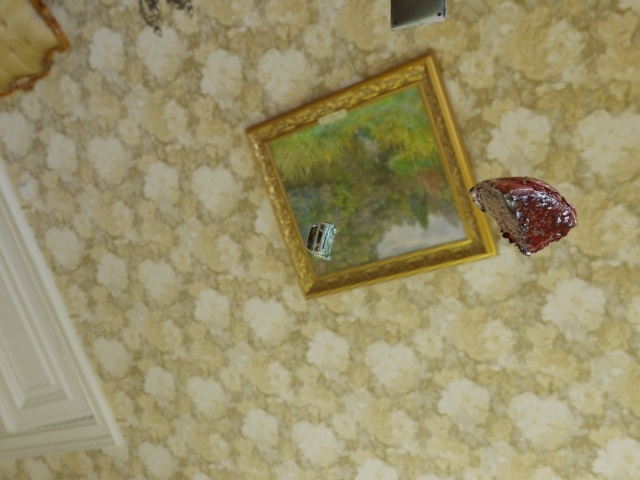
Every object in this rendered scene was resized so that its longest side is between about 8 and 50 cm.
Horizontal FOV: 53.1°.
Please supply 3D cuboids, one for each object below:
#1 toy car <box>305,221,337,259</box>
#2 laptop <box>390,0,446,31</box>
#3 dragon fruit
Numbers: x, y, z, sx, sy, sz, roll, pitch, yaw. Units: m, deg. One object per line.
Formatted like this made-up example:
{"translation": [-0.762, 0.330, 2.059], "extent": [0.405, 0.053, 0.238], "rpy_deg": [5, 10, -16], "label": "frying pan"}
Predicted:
{"translation": [0.000, 0.000, 1.744], "extent": [0.076, 0.090, 0.224], "rpy_deg": [15, 176, 4], "label": "toy car"}
{"translation": [0.312, -0.814, 2.051], "extent": [0.187, 0.269, 0.015], "rpy_deg": [-1, 173, 28], "label": "laptop"}
{"translation": [0.644, -0.158, 2.094], "extent": [0.228, 0.286, 0.329], "rpy_deg": [-33, -151, 1], "label": "dragon fruit"}
